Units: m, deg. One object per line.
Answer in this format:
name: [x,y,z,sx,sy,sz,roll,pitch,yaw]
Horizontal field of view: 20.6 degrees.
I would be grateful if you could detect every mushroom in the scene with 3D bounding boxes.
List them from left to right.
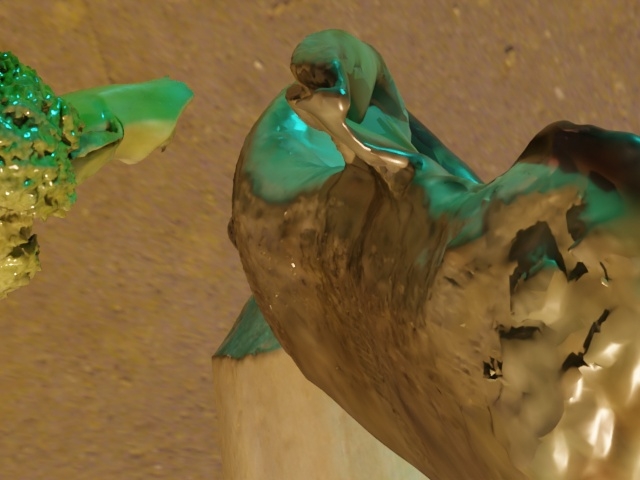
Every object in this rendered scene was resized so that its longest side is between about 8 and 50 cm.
mushroom: [0.062,0.026,0.596,0.130,0.247,0.344,-57,28,-3]

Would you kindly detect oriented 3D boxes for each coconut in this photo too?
coconut: [0.040,0.123,1.012,0.202,0.202,0.222,-9,86,14]

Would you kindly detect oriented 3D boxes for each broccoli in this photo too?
broccoli: [-0.259,-0.040,1.391,0.254,0.302,0.186,-17,78,20]

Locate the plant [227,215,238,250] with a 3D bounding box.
plant: [0.000,0.000,1.458,0.131,0.203,0.142,-30,65,-17]
